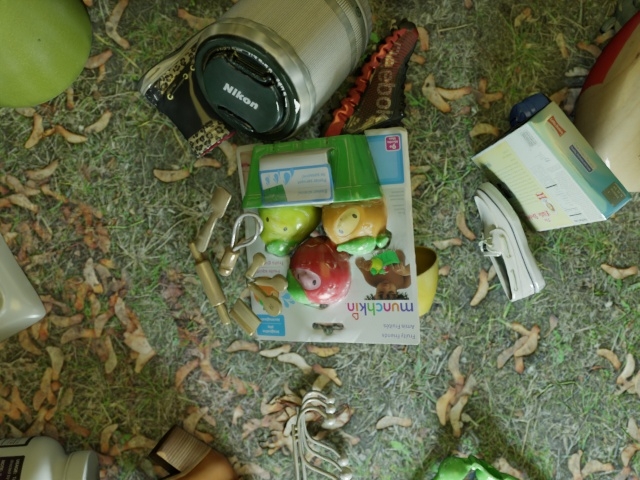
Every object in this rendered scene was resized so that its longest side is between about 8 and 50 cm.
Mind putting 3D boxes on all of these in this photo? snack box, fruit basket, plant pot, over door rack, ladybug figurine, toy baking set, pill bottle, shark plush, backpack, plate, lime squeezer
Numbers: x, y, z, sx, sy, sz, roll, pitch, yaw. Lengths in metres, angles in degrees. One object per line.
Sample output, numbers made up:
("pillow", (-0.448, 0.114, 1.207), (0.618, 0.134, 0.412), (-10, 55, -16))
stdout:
("snack box", (0.371, -0.109, 1.206), (0.060, 0.322, 0.187), (-39, 90, -4))
("fruit basket", (0.000, 0.000, 1.207), (0.327, 0.165, 0.353), (-2, 89, 29))
("plant pot", (-0.547, -0.388, 1.172), (0.274, 0.293, 0.275), (0, 86, -4))
("over door rack", (-0.006, 0.423, 1.178), (0.108, 0.239, 0.324), (6, 84, 2))
("ladybug figurine", (0.614, -0.291, 1.293), (0.449, 0.162, 0.305), (-47, 127, -8))
("toy baking set", (-0.146, 0.039, 1.236), (0.030, 0.196, 0.256), (-30, 96, -51))
("pill bottle", (-0.535, 0.415, 1.164), (0.323, 0.181, 0.182), (-2, 86, -4))
("shark plush", (0.610, -0.451, 1.381), (0.073, 0.067, 0.161), (30, 84, -1))
("backpack", (0.397, -0.206, 1.330), (0.101, 0.098, 0.120), (-24, 88, -2))
("plate", (-0.670, 0.082, 1.250), (0.278, 0.045, 0.277), (-30, 89, -6))
("plant pot", (0.154, 0.083, 1.282), (0.134, 0.134, 0.095), (-20, 112, -6))
("lime squeezer", (0.277, 0.441, 1.289), (0.310, 0.059, 0.110), (-3, 85, -6))

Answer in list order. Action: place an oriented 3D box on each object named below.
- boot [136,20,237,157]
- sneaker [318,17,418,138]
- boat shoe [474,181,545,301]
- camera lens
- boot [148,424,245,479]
("boot", (-0.189, -0.281, 1.301), (0.236, 0.085, 0.178), (-38, 93, -7))
("sneaker", (0.115, -0.270, 1.313), (0.135, 0.097, 0.276), (33, 86, -1))
("boat shoe", (0.331, 0.006, 1.314), (0.075, 0.083, 0.226), (-29, 89, -7))
("camera lens", (-0.060, -0.318, 1.202), (0.219, 0.219, 0.274), (36, 57, -1))
("boot", (-0.246, 0.483, 1.205), (0.220, 0.109, 0.283), (42, 58, -6))
